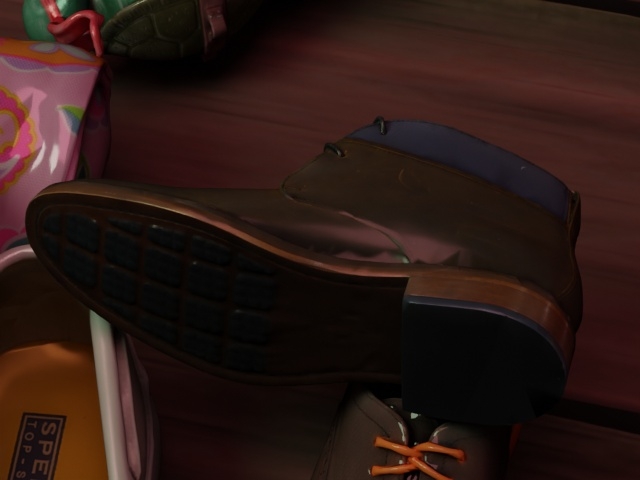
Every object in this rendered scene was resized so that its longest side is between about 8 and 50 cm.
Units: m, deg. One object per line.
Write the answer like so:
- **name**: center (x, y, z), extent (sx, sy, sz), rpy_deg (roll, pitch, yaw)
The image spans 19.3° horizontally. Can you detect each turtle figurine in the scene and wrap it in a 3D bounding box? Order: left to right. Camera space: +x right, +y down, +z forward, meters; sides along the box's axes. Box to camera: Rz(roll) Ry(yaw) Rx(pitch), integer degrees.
- **turtle figurine**: center (-0.071, -0.148, 0.944), extent (0.234, 0.175, 0.118), rpy_deg (-16, 94, -14)

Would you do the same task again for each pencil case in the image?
- **pencil case**: center (-0.237, -0.061, 0.852), extent (0.284, 0.124, 0.124), rpy_deg (14, 53, -2)

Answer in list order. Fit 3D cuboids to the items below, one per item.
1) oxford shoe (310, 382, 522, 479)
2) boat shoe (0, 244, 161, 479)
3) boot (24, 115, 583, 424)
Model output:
- **oxford shoe**: center (0.026, 0.114, 0.749), extent (0.097, 0.098, 0.271), rpy_deg (8, 53, 8)
- **boat shoe**: center (-0.117, 0.153, 0.688), extent (0.136, 0.156, 0.367), rpy_deg (3, 52, 4)
- **boot**: center (0.000, 0.000, 0.748), extent (0.219, 0.082, 0.106), rpy_deg (16, 41, 10)
